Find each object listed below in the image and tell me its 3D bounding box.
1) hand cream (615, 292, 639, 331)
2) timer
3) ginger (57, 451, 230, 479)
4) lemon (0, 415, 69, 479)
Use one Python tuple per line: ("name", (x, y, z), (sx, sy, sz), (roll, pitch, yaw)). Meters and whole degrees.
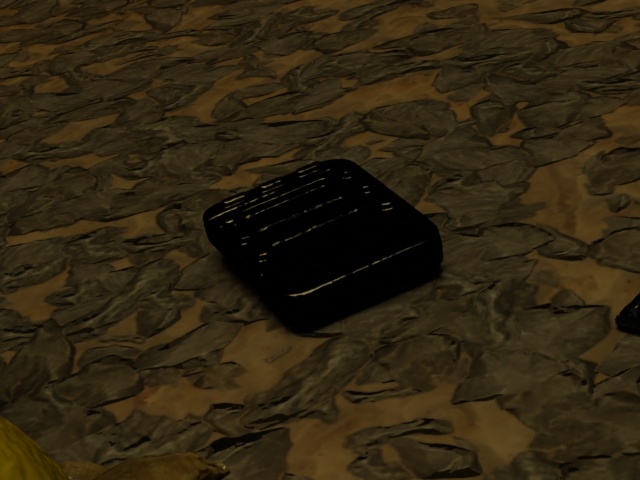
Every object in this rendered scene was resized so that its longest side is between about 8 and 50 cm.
("hand cream", (0.334, -0.007, 1.084), (0.120, 0.061, 0.270), (13, 41, 45))
("timer", (0.000, 0.000, 1.223), (0.144, 0.055, 0.187), (-23, 32, -16))
("ginger", (-0.155, 0.190, 0.902), (0.133, 0.059, 0.214), (-3, 26, 29))
("lemon", (-0.223, 0.186, 0.717), (0.267, 0.267, 0.267), (-10, 26, 5))
